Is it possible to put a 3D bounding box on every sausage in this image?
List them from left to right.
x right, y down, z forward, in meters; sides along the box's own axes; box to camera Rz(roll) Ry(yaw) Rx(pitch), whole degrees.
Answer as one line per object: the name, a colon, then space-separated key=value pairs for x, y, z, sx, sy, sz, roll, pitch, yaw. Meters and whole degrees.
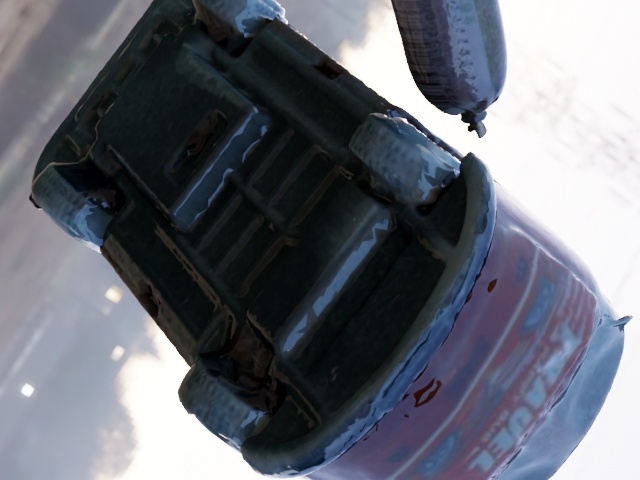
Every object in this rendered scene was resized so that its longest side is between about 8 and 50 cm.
sausage: x=0.016 y=-0.152 z=0.489 sx=0.032 sy=0.269 sz=0.033 roll=-13 pitch=-158 yaw=5

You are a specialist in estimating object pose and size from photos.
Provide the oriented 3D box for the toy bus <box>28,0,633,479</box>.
toy bus: x=0.000 y=0.000 z=0.601 sx=0.121 sy=0.120 sz=0.265 roll=-53 pitch=-146 yaw=4
